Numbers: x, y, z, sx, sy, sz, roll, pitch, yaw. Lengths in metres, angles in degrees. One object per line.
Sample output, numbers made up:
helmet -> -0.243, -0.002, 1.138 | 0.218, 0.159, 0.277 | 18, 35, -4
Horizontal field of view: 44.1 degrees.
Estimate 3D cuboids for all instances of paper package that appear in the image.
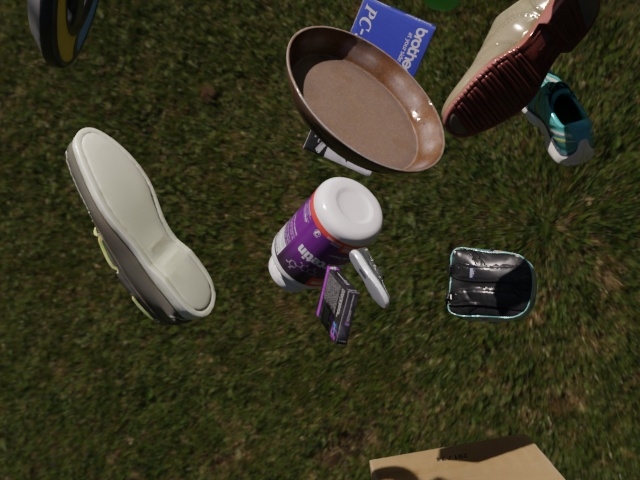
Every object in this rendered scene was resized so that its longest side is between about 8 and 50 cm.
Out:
paper package -> 0.273, 0.497, 1.403 | 0.325, 0.309, 0.168 | -11, 100, -3

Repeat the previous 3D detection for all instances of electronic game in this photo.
electronic game -> -0.227, -0.277, 0.750 | 0.048, 0.229, 0.229 | 14, 95, -9

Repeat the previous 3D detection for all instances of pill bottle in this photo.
pill bottle -> 0.000, 0.000, 1.928 | 0.181, 0.181, 0.323 | 53, 136, 9

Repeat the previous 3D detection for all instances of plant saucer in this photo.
plant saucer -> 0.036, -0.120, 0.703 | 0.168, 0.168, 0.029 | 53, 131, 9

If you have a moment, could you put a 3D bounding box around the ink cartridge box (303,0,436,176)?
ink cartridge box -> 0.062, -0.196, 1.016 | 0.097, 0.046, 0.207 | 23, 110, 1

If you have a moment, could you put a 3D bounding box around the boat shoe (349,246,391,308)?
boat shoe -> 0.111, 0.074, 1.647 | 0.040, 0.049, 0.142 | -24, 71, -22

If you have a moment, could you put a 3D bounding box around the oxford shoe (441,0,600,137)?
oxford shoe -> 0.340, -0.330, 1.429 | 0.348, 0.123, 0.130 | -43, 40, 2

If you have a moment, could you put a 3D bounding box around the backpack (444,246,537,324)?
backpack -> 0.390, 0.104, 1.768 | 0.188, 0.144, 0.165 | 0, 77, 29

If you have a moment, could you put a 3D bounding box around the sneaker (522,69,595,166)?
sneaker -> 0.458, -0.264, 1.517 | 0.107, 0.110, 0.275 | -16, 46, 0

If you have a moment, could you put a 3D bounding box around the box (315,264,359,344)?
box -> 0.033, 0.132, 1.646 | 0.029, 0.162, 0.116 | 9, 105, -17

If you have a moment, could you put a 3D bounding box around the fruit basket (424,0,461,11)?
fruit basket -> 0.264, -0.639, 1.518 | 0.392, 0.283, 0.392 | 1, 93, 16

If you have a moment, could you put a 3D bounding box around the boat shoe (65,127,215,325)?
boat shoe -> -0.265, -0.010, 1.100 | 0.091, 0.109, 0.305 | -23, 105, 34
